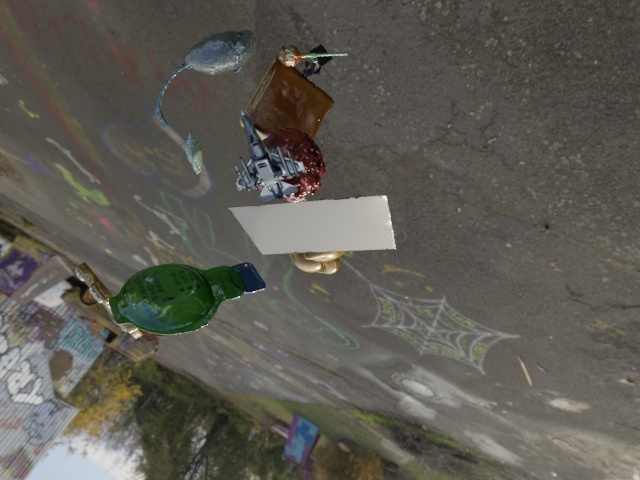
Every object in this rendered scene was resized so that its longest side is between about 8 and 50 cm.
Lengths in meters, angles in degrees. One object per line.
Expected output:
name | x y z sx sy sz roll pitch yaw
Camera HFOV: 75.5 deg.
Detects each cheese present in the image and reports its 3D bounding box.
cheese | -0.276 0.111 0.893 0.204 0.321 0.083 50 136 36

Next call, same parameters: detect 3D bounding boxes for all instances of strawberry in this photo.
strawberry | -0.112 -0.259 1.353 0.274 0.274 0.220 25 152 10

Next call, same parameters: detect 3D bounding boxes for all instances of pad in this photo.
pad | -0.009 -0.028 1.013 0.368 0.007 0.247 -3 151 13

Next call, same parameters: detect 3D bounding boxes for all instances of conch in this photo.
conch | -0.507 -0.356 1.676 0.088 0.065 0.180 19 123 49

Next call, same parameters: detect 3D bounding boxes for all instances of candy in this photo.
candy | -0.029 -0.752 1.674 0.288 0.084 0.078 -10 147 -14

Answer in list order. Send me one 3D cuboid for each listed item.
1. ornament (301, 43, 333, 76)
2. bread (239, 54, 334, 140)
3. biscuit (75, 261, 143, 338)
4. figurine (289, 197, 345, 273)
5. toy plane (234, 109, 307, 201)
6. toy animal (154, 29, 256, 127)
ornament | -0.044 -0.748 1.808 0.088 0.081 0.203 52 144 -8
bread | -0.145 -0.565 1.805 0.324 0.332 0.143 29 176 -27
biscuit | -0.488 0.160 0.972 0.158 0.035 0.240 34 149 35
figurine | -0.002 0.002 1.237 0.215 0.215 0.228 31 172 -1
toy plane | -0.119 -0.159 0.869 0.160 0.082 0.234 -14 145 8
toy animal | -0.234 -0.331 0.801 0.079 0.253 0.070 54 179 14
